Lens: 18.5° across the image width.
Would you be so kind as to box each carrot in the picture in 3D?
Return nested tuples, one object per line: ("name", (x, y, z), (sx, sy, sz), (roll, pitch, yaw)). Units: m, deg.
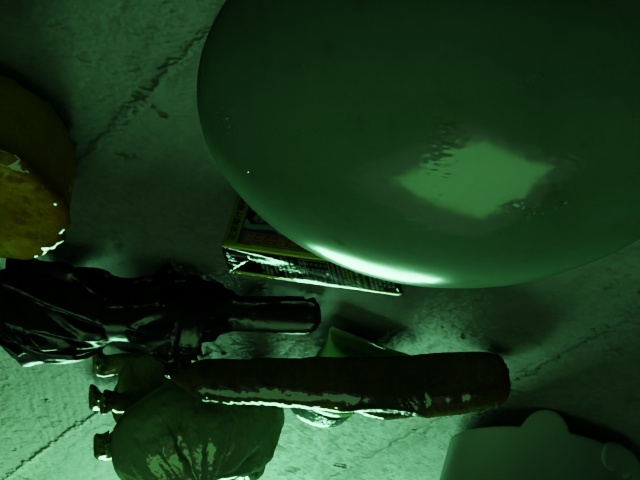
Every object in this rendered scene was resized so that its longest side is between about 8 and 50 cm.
("carrot", (0.018, 0.146, 1.956), (0.342, 0.070, 0.070), (-1, 149, 4))

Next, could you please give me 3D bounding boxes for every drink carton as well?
("drink carton", (0.000, 0.000, 1.772), (0.165, 0.071, 0.056), (8, 147, 16))

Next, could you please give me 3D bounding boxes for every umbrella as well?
("umbrella", (-0.169, 0.071, 1.960), (0.340, 0.118, 0.118), (0, 149, 8))

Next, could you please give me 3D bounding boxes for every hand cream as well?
("hand cream", (0.022, 0.144, 2.034), (0.095, 0.046, 0.175), (22, 147, -12))

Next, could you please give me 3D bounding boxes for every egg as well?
("egg", (0.094, -0.105, 1.338), (0.388, 0.276, 0.276), (2, 148, 31))

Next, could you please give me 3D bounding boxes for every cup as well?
("cup", (0.238, 0.352, 2.088), (0.289, 0.258, 0.219), (35, 151, -31))

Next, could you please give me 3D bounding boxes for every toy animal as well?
("toy animal", (-0.198, 0.168, 2.151), (0.101, 0.103, 0.219), (-1, 150, -10))

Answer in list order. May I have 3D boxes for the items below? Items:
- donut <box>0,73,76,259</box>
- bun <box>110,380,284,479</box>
("donut", (-0.339, -0.072, 1.762), (0.253, 0.118, 0.253), (9, 151, 5))
("bun", (-0.124, 0.220, 2.094), (0.195, 0.118, 0.195), (-24, 159, -10))
